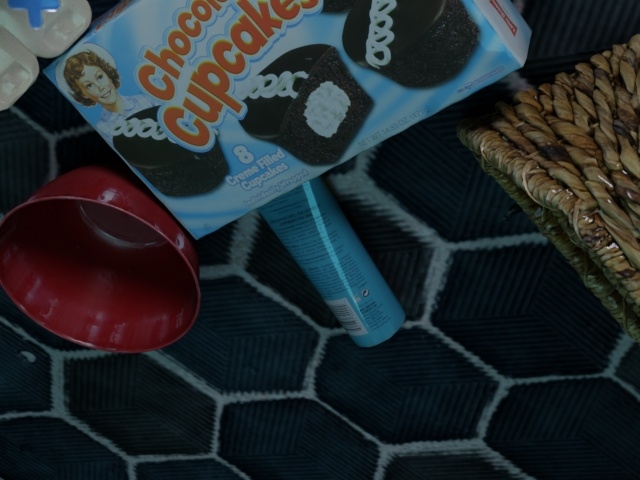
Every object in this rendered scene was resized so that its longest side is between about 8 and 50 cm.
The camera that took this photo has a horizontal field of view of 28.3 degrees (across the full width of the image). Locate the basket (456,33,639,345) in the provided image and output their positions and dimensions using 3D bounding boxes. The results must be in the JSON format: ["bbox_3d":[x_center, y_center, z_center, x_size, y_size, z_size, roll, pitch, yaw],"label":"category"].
[{"bbox_3d":[0.254,0.025,0.915,0.223,0.213,0.299,-25,122,32],"label":"basket"}]

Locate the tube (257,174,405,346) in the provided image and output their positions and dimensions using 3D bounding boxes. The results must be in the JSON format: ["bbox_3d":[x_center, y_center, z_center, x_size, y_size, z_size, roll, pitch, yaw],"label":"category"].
[{"bbox_3d":[0.000,0.000,1.078,0.080,0.052,0.207,-21,118,25],"label":"tube"}]

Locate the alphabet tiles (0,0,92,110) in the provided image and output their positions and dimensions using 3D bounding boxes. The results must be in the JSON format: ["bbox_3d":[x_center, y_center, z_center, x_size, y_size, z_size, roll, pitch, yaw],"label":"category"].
[{"bbox_3d":[-0.314,-0.195,0.891,0.284,0.021,0.278,-45,118,7],"label":"alphabet tiles"}]

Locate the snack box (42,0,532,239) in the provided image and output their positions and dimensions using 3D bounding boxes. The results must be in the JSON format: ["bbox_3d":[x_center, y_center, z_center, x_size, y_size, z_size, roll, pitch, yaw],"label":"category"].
[{"bbox_3d":[-0.032,-0.139,0.931,0.322,0.060,0.187,-27,115,34],"label":"snack box"}]

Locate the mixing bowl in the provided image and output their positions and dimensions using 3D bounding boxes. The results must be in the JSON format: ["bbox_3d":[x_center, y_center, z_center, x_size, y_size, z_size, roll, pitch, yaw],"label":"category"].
[{"bbox_3d":[-0.177,0.001,1.087,0.181,0.098,0.181,8,134,9],"label":"mixing bowl"}]
